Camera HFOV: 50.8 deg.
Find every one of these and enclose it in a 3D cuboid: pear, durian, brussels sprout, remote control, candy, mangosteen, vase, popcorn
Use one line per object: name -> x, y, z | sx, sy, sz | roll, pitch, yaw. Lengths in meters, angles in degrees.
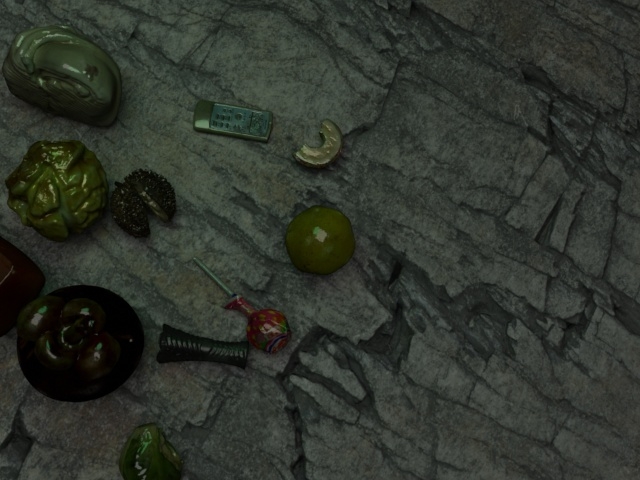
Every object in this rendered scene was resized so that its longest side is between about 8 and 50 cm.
pear -> -0.001, 0.000, 1.877 | 0.198, 0.198, 0.198 | 1, 78, -4
durian -> -0.504, -0.109, 1.879 | 0.196, 0.167, 0.196 | 9, 52, -11
brussels sprout -> -0.445, 0.571, 1.736 | 0.146, 0.131, 0.183 | -33, 87, -16
remote control -> -0.260, -0.355, 2.005 | 0.234, 0.038, 0.098 | 9, 78, -3
candy -> -0.228, 0.168, 1.871 | 0.365, 0.124, 0.124 | 42, 78, 13
mangosteen -> -0.603, 0.249, 1.684 | 0.307, 0.347, 0.306 | 2, 73, -8
vase -> -0.315, 0.296, 1.827 | 0.238, 0.115, 0.115 | 9, 77, -5
popcorn -> -0.707, -0.140, 1.811 | 0.282, 0.282, 0.247 | -43, 119, -12

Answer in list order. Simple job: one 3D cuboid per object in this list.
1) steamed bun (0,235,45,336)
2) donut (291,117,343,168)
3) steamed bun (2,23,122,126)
steamed bun -> -0.901, 0.087, 1.748 | 0.380, 0.248, 0.235 | 29, 74, 12
donut -> 0.005, -0.270, 1.993 | 0.108, 0.065, 0.166 | 43, 77, 5
steamed bun -> -0.696, -0.477, 1.856 | 0.310, 0.324, 0.219 | 19, 73, -9
